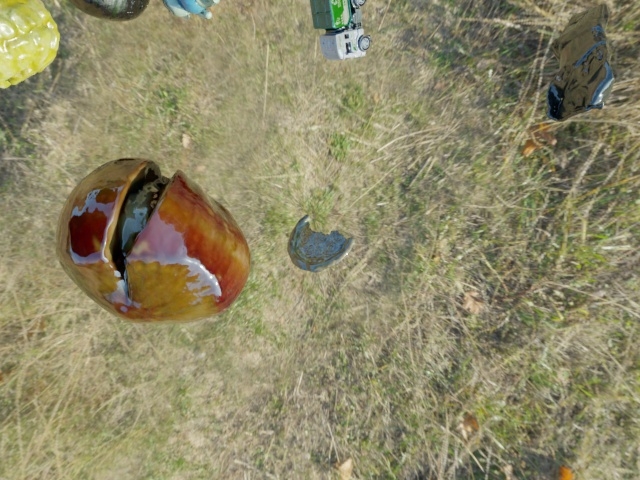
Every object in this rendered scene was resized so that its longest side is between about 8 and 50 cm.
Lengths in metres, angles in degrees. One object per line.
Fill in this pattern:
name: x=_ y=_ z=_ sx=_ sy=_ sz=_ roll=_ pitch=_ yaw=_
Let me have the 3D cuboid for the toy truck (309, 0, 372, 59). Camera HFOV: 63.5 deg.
toy truck: x=0.045 y=-0.592 z=1.317 sx=0.124 sy=0.114 sz=0.254 roll=-25 pitch=120 yaw=-31

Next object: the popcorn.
popcorn: x=-0.332 y=-0.210 z=0.521 sx=0.120 sy=0.116 sz=0.106 roll=5 pitch=120 yaw=-31

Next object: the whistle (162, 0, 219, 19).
whistle: x=-0.311 y=-0.570 z=1.222 sx=0.077 sy=0.235 sz=0.114 roll=-50 pitch=133 yaw=-14

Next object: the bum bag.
bum bag: x=0.473 y=-0.333 z=0.950 sx=0.079 sy=0.142 sz=0.326 roll=27 pitch=51 yaw=-5

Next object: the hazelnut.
hazelnut: x=-0.216 y=0.006 z=0.701 sx=0.251 sy=0.217 sz=0.217 roll=23 pitch=92 yaw=-12

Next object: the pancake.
pancake: x=0.000 y=0.000 z=1.308 sx=0.190 sy=0.020 sz=0.184 roll=-8 pitch=52 yaw=21

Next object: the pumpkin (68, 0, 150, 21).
pumpkin: x=-0.539 y=-0.659 z=1.292 sx=0.233 sy=0.163 sz=0.233 roll=18 pitch=57 yaw=-30
